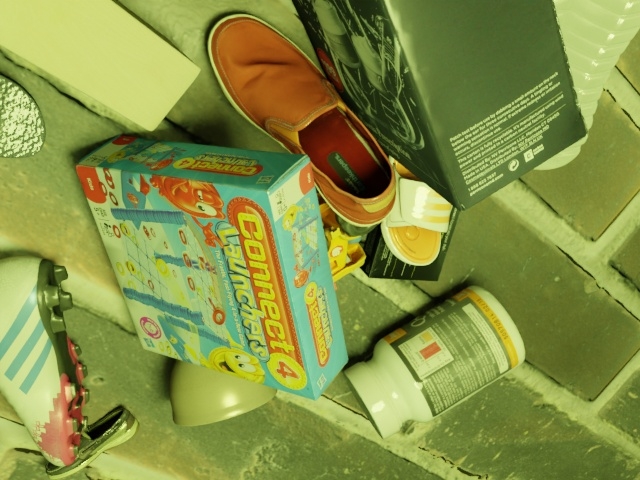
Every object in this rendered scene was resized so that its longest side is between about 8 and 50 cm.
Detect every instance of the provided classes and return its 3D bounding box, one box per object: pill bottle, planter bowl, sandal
[{"bbox_3d":[0.190,0.207,1.262,0.279,0.162,0.162,-29,123,-8],"label":"pill bottle"},{"bbox_3d":[-0.157,0.197,1.123,0.162,0.162,0.109,-16,95,-15],"label":"planter bowl"},{"bbox_3d":[-0.443,-0.173,0.863,0.255,0.054,0.097,21,99,-21],"label":"sandal"},{"bbox_3d":[0.146,-0.093,1.088,0.102,0.076,0.265,-3,94,-25],"label":"sandal"},{"bbox_3d":[0.370,-0.300,1.124,0.170,0.102,0.416,7,126,-10],"label":"sandal"}]

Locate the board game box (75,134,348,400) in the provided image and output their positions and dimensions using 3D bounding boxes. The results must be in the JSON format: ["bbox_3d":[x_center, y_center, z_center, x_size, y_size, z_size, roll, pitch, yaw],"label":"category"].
[{"bbox_3d":[-0.135,0.032,0.954,0.086,0.302,0.308,-45,134,-43],"label":"board game box"}]

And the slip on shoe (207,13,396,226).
[{"bbox_3d":[-0.017,-0.161,0.944,0.123,0.101,0.331,-38,87,-13],"label":"slip on shoe"}]

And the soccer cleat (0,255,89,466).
[{"bbox_3d":[-0.408,0.169,1.027,0.143,0.116,0.331,-2,115,-5],"label":"soccer cleat"}]

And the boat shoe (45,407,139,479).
[{"bbox_3d":[-0.357,0.307,1.145,0.152,0.056,0.049,-31,119,-17],"label":"boat shoe"}]

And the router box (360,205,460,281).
[{"bbox_3d":[0.149,-0.023,1.194,0.133,0.046,0.178,5,113,-25],"label":"router box"}]

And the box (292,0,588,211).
[{"bbox_3d":[0.108,-0.258,0.877,0.179,0.343,0.312,-31,123,-6],"label":"box"}]

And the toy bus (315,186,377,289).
[{"bbox_3d":[0.000,0.000,1.094,0.220,0.149,0.211,-30,137,-10],"label":"toy bus"}]

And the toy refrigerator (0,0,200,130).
[{"bbox_3d":[-0.263,-0.230,0.820,0.102,0.094,0.269,-50,151,7],"label":"toy refrigerator"}]
